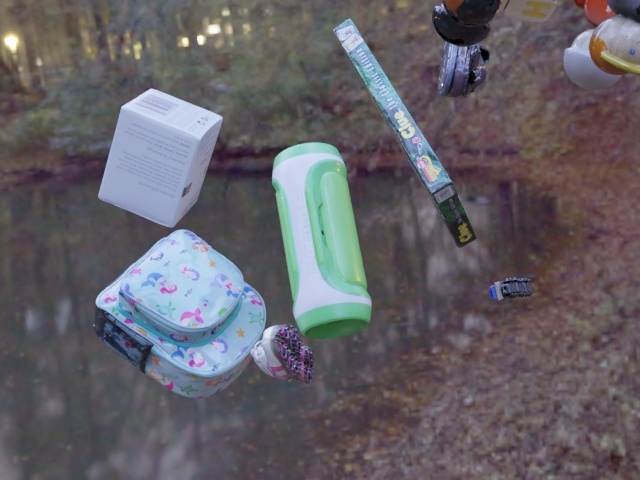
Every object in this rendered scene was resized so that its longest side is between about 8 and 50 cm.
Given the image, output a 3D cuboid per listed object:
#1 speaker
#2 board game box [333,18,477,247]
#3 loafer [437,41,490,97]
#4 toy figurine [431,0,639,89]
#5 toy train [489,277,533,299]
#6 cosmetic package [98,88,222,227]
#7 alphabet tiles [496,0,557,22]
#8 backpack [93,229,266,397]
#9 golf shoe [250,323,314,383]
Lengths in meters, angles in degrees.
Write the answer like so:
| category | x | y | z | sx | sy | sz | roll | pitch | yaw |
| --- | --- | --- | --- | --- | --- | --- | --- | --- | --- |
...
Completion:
| category | x | y | z | sx | sy | sz | roll | pitch | yaw |
| --- | --- | --- | --- | --- | --- | --- | --- | --- | --- |
| speaker | 0.000 | 0.000 | 1.535 | 0.131 | 0.296 | 0.131 | -9 | -20 | -3 |
| board game box | 0.095 | -0.123 | 1.091 | 0.030 | 0.260 | 0.136 | -29 | -33 | 4 |
| loafer | 0.274 | -0.330 | 1.789 | 0.095 | 0.109 | 0.302 | 14 | 23 | 2 |
| toy figurine | 0.206 | -0.224 | 0.857 | 0.213 | 0.148 | 0.209 | 21 | 12 | 2 |
| toy train | 0.254 | 0.065 | 1.289 | 0.036 | 0.027 | 0.158 | -13 | -7 | 21 |
| cosmetic package | -0.289 | -0.151 | 1.750 | 0.151 | 0.184 | 0.151 | 22 | 25 | 3 |
| alphabet tiles | 0.287 | -0.394 | 1.298 | 0.278 | 0.021 | 0.284 | 9 | -25 | -6 |
| backpack | -0.219 | 0.125 | 1.603 | 0.225 | 0.253 | 0.191 | -46 | -8 | -39 |
| golf shoe | -0.065 | 0.169 | 1.401 | 0.086 | 0.067 | 0.186 | 1 | -22 | 11 |
